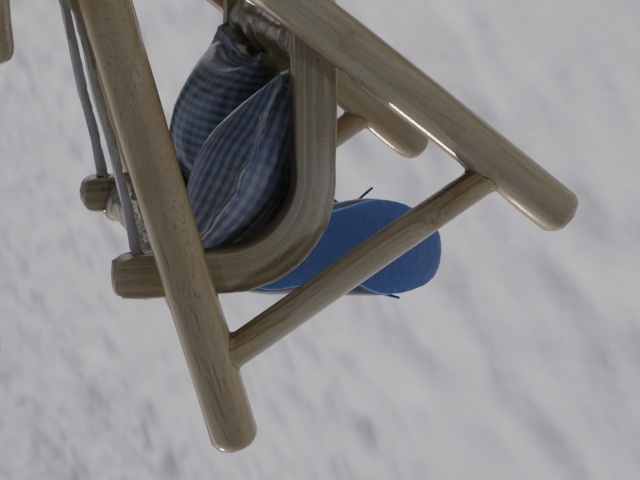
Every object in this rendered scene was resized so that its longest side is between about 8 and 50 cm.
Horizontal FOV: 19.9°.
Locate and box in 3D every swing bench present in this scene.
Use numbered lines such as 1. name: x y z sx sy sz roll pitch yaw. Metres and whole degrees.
1. swing bench: -0.056 -0.086 0.767 0.254 0.165 0.253 56 178 -13

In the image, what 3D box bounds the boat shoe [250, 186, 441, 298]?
1. boat shoe: 0.000 0.000 1.682 0.089 0.258 0.109 0 85 48
